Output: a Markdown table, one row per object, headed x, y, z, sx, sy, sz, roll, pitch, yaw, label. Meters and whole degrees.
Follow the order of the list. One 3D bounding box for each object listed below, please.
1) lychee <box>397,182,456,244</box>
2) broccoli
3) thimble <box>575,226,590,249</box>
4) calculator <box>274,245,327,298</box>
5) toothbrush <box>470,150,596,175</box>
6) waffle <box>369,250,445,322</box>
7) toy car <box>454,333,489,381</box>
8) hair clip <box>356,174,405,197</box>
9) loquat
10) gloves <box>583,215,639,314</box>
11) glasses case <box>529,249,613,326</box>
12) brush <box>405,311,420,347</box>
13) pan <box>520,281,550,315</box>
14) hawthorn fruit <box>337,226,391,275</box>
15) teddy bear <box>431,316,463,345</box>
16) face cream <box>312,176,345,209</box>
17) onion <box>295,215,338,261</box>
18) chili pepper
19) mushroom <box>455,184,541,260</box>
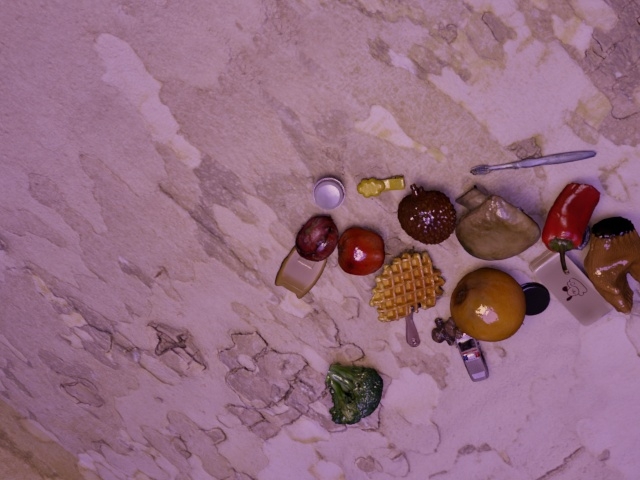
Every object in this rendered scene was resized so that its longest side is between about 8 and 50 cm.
| x | y | z | sx | sy | sz | roll | pitch | yaw | label |
| --- | --- | --- | --- | --- | --- | --- | --- | --- | --- |
| 0.365 | -0.091 | 1.802 | 0.200 | 0.200 | 0.238 | -22 | 113 | 14 | lychee |
| 0.120 | 0.598 | 2.059 | 0.245 | 0.265 | 0.294 | 33 | 135 | 9 | broccoli |
| 0.890 | -0.022 | 1.828 | 0.095 | 0.066 | 0.104 | 1 | 108 | 6 | thimble |
| -0.075 | 0.114 | 2.014 | 0.157 | 0.033 | 0.236 | 30 | 109 | -4 | calculator |
| 0.723 | -0.264 | 1.774 | 0.414 | 0.042 | 0.035 | -8 | 109 | 8 | toothbrush |
| 0.326 | 0.181 | 1.907 | 0.283 | 0.065 | 0.309 | 34 | 88 | -24 | waffle |
| 0.584 | 0.441 | 2.014 | 0.090 | 0.108 | 0.209 | -20 | 105 | 16 | toy car |
| 0.215 | -0.192 | 1.858 | 0.173 | 0.046 | 0.072 | -6 | 106 | 11 | hair clip |
| 0.603 | 0.238 | 1.860 | 0.275 | 0.275 | 0.274 | 2 | 111 | 6 | loquat |
| 1.026 | 0.089 | 1.799 | 0.203 | 0.155 | 0.356 | -21 | 105 | -7 | gloves |
| 0.912 | 0.167 | 1.892 | 0.313 | 0.070 | 0.131 | 44 | 109 | -9 | glasses case |
| 0.340 | 0.291 | 2.015 | 0.072 | 0.067 | 0.312 | -9 | 111 | 9 | brush |
| 0.774 | 0.265 | 1.968 | 0.136 | 0.028 | 0.234 | 24 | 111 | -2 | pan |
| 0.163 | 0.039 | 1.888 | 0.201 | 0.179 | 0.178 | -1 | 111 | -10 | hawthorn fruit |
| 0.493 | 0.343 | 1.997 | 0.119 | 0.078 | 0.160 | 63 | 146 | 13 | teddy bear |
| 0.032 | -0.171 | 1.856 | 0.117 | 0.104 | 0.117 | 2 | 110 | 7 | face cream |
| 0.000 | 0.000 | 1.905 | 0.184 | 0.183 | 0.147 | -40 | 138 | 18 | onion |
| 0.802 | -0.029 | 1.717 | 0.131 | 0.134 | 0.338 | 23 | 71 | 23 | chili pepper |
| 0.588 | -0.041 | 1.764 | 0.212 | 0.217 | 0.292 | -42 | 96 | -2 | mushroom |
